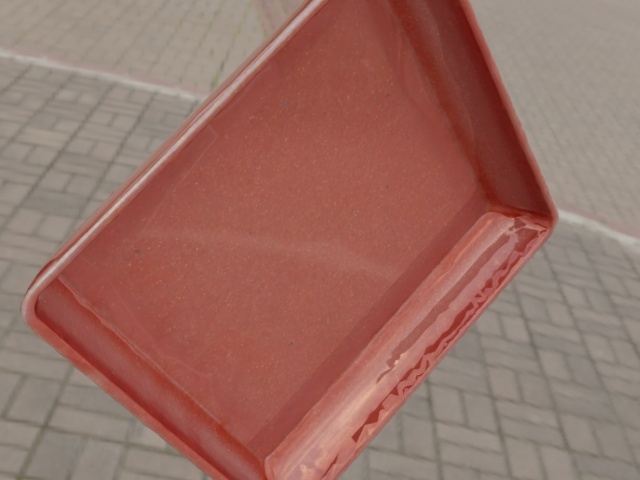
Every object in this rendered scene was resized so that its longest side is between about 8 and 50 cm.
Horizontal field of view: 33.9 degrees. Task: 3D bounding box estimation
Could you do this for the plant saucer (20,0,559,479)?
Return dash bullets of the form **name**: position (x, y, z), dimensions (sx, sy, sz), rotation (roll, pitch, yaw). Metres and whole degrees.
- **plant saucer**: position (0.000, 0.000, 0.555), dimensions (0.048, 0.259, 0.258), rotation (34, -14, 42)
